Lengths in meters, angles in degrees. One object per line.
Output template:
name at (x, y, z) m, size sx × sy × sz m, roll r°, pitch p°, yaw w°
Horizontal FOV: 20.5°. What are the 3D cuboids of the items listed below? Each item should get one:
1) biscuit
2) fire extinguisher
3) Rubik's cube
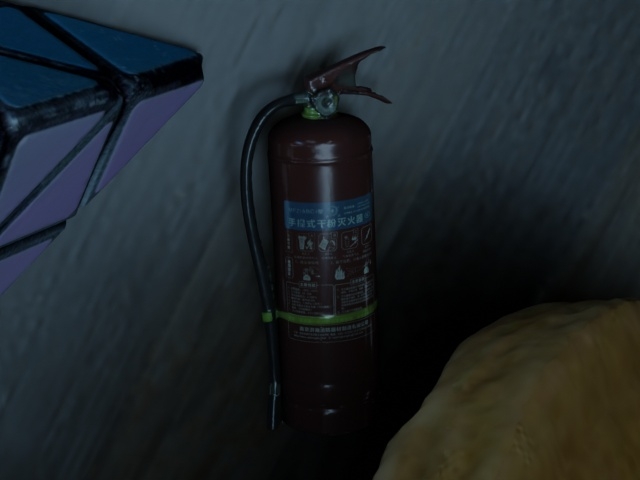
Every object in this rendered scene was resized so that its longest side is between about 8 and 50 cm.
biscuit at (0.078, 0.226, 0.514) m, size 0.078 × 0.455 × 0.350 m, roll -10°, pitch 138°, yaw 34°
fire extinguisher at (0.000, 0.000, 0.617) m, size 0.056 × 0.039 × 0.132 m, roll -8°, pitch 108°, yaw -18°
Rubik's cube at (-0.117, -0.012, 0.575) m, size 0.178 × 0.211 × 0.190 m, roll -17°, pitch 131°, yaw -32°
